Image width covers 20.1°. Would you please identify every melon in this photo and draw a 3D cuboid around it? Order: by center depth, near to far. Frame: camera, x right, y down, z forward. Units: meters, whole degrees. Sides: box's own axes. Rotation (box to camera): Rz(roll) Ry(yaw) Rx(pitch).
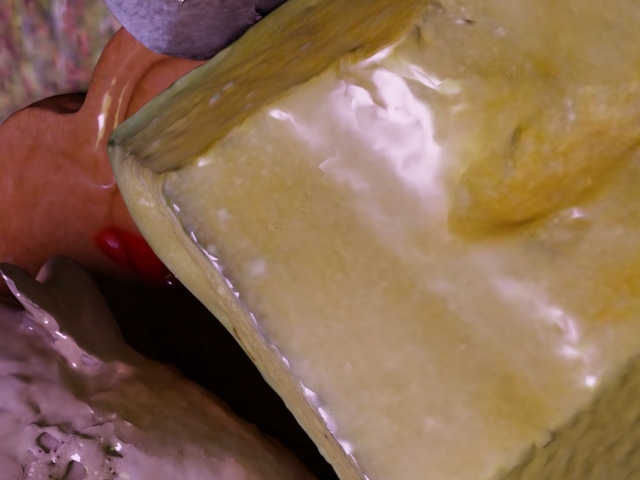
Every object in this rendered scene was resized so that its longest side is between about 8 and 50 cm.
[{"bbox_3d":[0.111,-0.045,0.466,0.323,0.124,0.196,-38,83,8],"label":"melon"}]

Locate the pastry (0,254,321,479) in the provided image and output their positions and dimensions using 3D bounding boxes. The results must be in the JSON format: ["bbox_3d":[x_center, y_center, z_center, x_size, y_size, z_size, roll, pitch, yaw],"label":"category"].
[{"bbox_3d":[-0.077,0.109,0.625,0.235,0.121,0.257,29,156,10],"label":"pastry"}]

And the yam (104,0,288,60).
[{"bbox_3d":[0.000,-0.138,0.512,0.183,0.107,0.107,-40,91,29],"label":"yam"}]

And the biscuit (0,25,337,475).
[{"bbox_3d":[-0.002,0.001,0.617,0.295,0.044,0.186,-8,106,29],"label":"biscuit"}]
